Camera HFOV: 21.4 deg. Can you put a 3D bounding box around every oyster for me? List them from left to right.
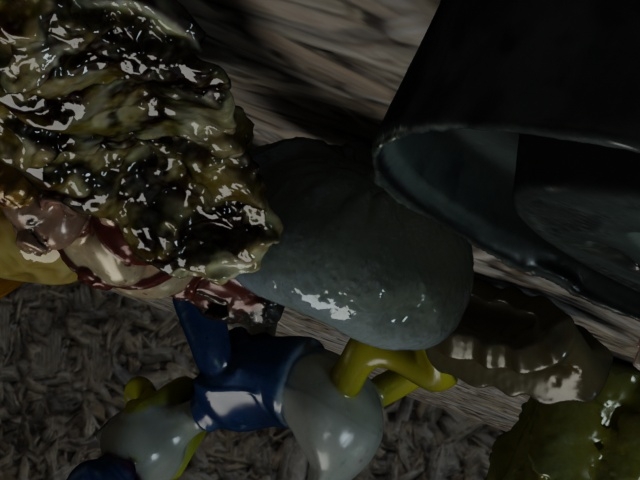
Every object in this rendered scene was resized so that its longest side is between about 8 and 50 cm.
[{"bbox_3d":[-0.129,-0.076,0.720,0.223,0.083,0.214,26,166,25],"label":"oyster"}]

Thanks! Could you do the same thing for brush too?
[{"bbox_3d":[0.064,0.050,1.216,0.301,0.071,0.084,13,160,35],"label":"brush"}]

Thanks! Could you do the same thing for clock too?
[{"bbox_3d":[0.169,0.000,0.525,0.312,0.061,0.312,21,173,2],"label":"clock"}]

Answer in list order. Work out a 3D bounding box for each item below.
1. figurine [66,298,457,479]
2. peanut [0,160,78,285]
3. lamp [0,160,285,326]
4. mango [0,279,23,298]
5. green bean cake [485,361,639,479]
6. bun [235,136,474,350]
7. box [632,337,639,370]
[{"bbox_3d":[-0.083,0.107,1.398,0.283,0.338,0.204,56,-177,27],"label":"figurine"},{"bbox_3d":[-0.270,-0.046,1.201,0.305,0.147,0.147,19,173,4],"label":"peanut"},{"bbox_3d":[-0.116,-0.028,0.975,0.118,0.118,0.253,14,172,45],"label":"lamp"},{"bbox_3d":[-0.327,-0.032,1.420,0.201,0.153,0.287,30,174,21],"label":"mango"},{"bbox_3d":[0.278,0.230,1.443,0.285,0.202,0.310,22,173,6],"label":"green bean cake"},{"bbox_3d":[0.012,-0.007,0.826,0.141,0.083,0.141,21,-165,-6],"label":"bun"},{"bbox_3d":[0.254,0.079,0.974,0.125,0.043,0.089,17,172,30],"label":"box"}]
